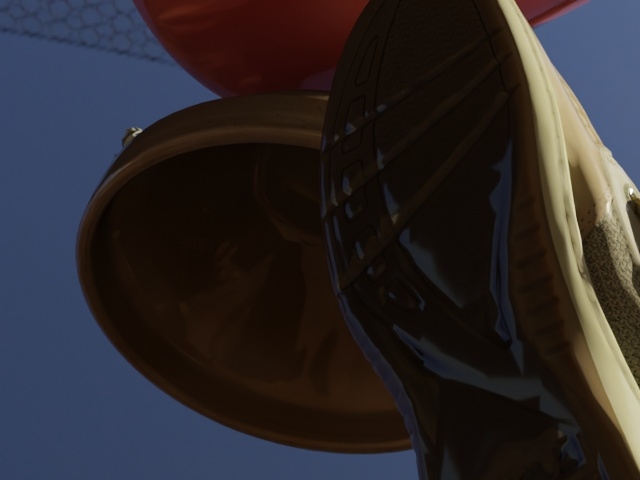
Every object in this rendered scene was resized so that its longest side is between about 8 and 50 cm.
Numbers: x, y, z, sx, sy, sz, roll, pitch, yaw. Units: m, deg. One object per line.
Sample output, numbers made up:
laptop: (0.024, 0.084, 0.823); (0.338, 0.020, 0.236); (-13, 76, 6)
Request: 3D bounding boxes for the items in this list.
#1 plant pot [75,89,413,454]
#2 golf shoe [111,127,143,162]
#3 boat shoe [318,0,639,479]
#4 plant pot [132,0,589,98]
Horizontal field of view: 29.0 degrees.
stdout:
plant pot: (0.000, 0.000, 0.655); (0.237, 0.237, 0.109); (11, -134, 5)
golf shoe: (-0.127, -0.066, 1.275); (0.176, 0.069, 0.086); (-1, -150, -45)
boat shoe: (0.081, 0.026, 0.444); (0.098, 0.109, 0.302); (15, -132, -39)
plant pot: (0.057, -0.211, 0.667); (0.243, 0.275, 0.275); (-7, -130, 47)
